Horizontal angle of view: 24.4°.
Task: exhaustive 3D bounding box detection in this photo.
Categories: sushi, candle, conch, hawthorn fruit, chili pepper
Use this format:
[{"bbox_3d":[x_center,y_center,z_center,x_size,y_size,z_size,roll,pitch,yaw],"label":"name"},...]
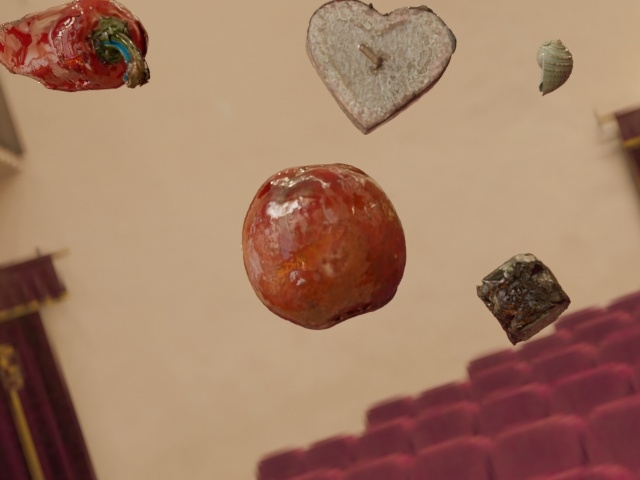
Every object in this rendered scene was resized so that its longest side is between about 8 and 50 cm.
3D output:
[{"bbox_3d":[0.339,0.093,2.480,0.124,0.127,0.225,-35,-13,3],"label":"sushi"},{"bbox_3d":[0.071,-0.221,1.896,0.192,0.168,0.068,9,-2,1],"label":"candle"},{"bbox_3d":[0.359,-0.264,2.269,0.057,0.085,0.076,-3,19,13],"label":"conch"},{"bbox_3d":[0.000,0.000,1.484,0.173,0.173,0.173,-18,-4,-1],"label":"hawthorn fruit"},{"bbox_3d":[-0.287,-0.221,1.681,0.110,0.110,0.387,-16,14,-33],"label":"chili pepper"}]
